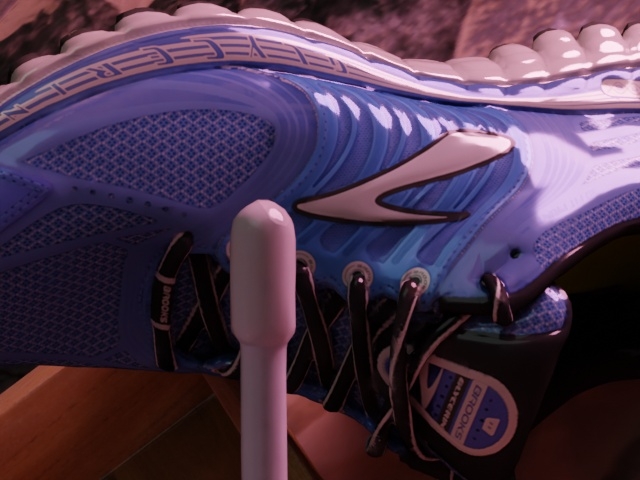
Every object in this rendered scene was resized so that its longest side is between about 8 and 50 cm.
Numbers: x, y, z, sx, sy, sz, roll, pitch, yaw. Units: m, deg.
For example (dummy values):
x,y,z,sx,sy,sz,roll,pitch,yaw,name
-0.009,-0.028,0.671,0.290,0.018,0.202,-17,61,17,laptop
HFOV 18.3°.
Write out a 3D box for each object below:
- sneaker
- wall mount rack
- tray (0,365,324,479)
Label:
x,y,z,sx,sy,sz,roll,pitch,yaw,name
0.017,0.007,0.677,0.330,0.130,0.147,-5,46,-14,sneaker
-0.020,0.154,0.423,0.304,0.130,0.350,-54,23,-10,wall mount rack
-0.049,0.187,0.659,0.203,0.076,0.411,-37,35,-1,tray
